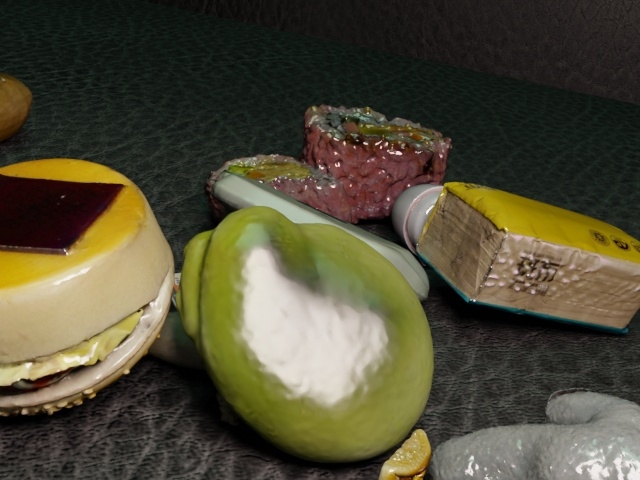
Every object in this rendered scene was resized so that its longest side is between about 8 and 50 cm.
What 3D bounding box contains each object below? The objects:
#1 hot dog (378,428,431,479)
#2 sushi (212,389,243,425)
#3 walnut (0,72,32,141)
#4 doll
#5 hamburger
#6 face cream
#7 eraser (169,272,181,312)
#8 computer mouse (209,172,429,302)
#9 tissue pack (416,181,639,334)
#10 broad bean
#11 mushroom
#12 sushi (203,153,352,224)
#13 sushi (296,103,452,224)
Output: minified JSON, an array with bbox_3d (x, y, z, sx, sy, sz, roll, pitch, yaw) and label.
[{"bbox_3d":[0.088,0.217,0.830,0.034,0.030,0.090,22,27,25],"label":"hot dog"},{"bbox_3d":[-0.079,0.166,0.896,0.046,0.044,0.083,-2,11,36],"label":"sushi"},{"bbox_3d":[-0.609,-0.231,1.517,0.137,0.137,0.245,17,25,19],"label":"walnut"},{"bbox_3d":[0.267,0.230,0.761,0.340,0.158,0.246,-18,26,11],"label":"doll"},{"bbox_3d":[-0.294,0.047,0.873,0.300,0.176,0.300,-5,35,4],"label":"hamburger"},{"bbox_3d":[0.173,-0.031,1.338,0.117,0.117,0.104,-2,17,-23],"label":"face cream"},{"bbox_3d":[-0.164,0.078,1.069,0.052,0.029,0.122,-3,25,-26],"label":"eraser"},{"bbox_3d":[-0.003,0.006,1.171,0.330,0.095,0.197,25,1,14],"label":"computer mouse"},{"bbox_3d":[0.299,0.020,1.185,0.270,0.134,0.192,12,19,-24],"label":"tissue pack"},{"bbox_3d":[-0.011,0.086,0.865,0.291,0.119,0.238,47,56,7],"label":"broad bean"},{"bbox_3d":[-0.084,0.096,0.971,0.270,0.103,0.118,-7,27,-21],"label":"mushroom"},{"bbox_3d":[-0.061,-0.076,1.353,0.241,0.108,0.161,-1,23,12],"label":"sushi"},{"bbox_3d":[0.089,-0.129,1.474,0.270,0.171,0.236,7,22,-9],"label":"sushi"}]
